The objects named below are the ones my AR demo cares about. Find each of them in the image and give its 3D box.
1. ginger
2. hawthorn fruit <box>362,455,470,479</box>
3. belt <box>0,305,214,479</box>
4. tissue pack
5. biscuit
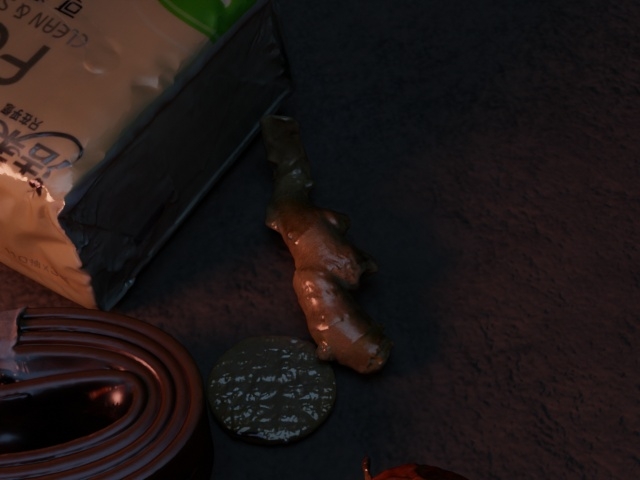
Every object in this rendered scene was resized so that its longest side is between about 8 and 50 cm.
[{"bbox_3d":[0.000,0.000,1.572,0.089,0.075,0.288,-17,56,-2],"label":"ginger"},{"bbox_3d":[0.064,0.255,1.298,0.207,0.207,0.243,-16,40,-10],"label":"hawthorn fruit"},{"bbox_3d":[-0.262,0.167,1.422,0.339,0.122,0.217,-6,53,-2],"label":"belt"},{"bbox_3d":[-0.283,-0.168,1.632,0.405,0.205,0.332,27,62,23],"label":"tissue pack"},{"bbox_3d":[-0.043,0.131,1.505,0.120,0.015,0.120,-1,51,2],"label":"biscuit"}]
